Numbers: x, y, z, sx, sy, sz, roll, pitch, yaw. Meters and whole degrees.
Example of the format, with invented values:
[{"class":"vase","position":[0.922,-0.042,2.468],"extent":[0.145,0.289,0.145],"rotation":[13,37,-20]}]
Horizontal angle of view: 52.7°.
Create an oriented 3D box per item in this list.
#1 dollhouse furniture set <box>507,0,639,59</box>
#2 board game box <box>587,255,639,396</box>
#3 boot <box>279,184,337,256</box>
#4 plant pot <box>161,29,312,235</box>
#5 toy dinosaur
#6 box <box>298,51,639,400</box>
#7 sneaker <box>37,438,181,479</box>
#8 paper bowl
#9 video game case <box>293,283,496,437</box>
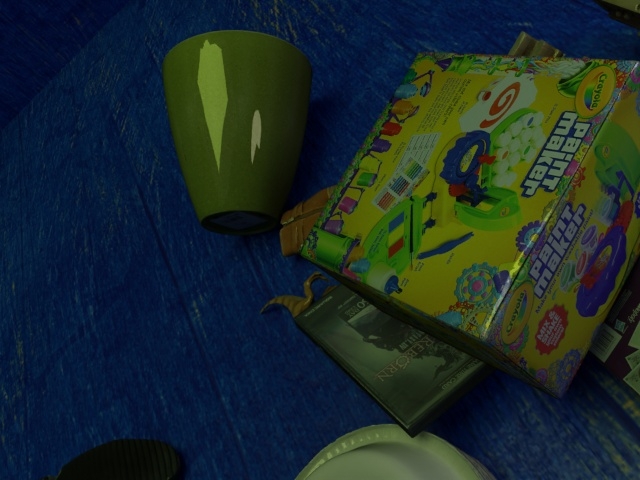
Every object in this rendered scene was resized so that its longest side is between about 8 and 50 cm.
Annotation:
[{"class":"dollhouse furniture set","position":[0.378,-0.207,0.852],"extent":[0.242,0.161,0.212],"rotation":[-62,40,20]},{"class":"board game box","position":[0.412,0.028,0.587],"extent":[0.208,0.056,0.346],"rotation":[53,128,49]},{"class":"boot","position":[0.000,0.000,1.033],"extent":[0.152,0.073,0.197],"rotation":[-21,39,26]},{"class":"plant pot","position":[-0.147,-0.167,1.151],"extent":[0.275,0.275,0.293],"rotation":[-13,70,32]},{"class":"toy dinosaur","position":[-0.023,0.102,0.984],"extent":[0.112,0.064,0.211],"rotation":[-54,44,-3]},{"class":"box","position":[0.179,-0.034,0.710],"extent":[0.279,0.177,0.290],"rotation":[24,80,50]},{"class":"sneaker","position":[-0.364,0.425,1.013],"extent":[0.331,0.146,0.122],"rotation":[-21,36,-5]},{"class":"paper bowl","position":[0.067,0.340,0.693],"extent":[0.284,0.148,0.284],"rotation":[-21,49,27]},{"class":"video game case","position":[0.108,0.109,0.832],"extent":[0.196,0.026,0.274],"rotation":[-35,33,-14]}]
